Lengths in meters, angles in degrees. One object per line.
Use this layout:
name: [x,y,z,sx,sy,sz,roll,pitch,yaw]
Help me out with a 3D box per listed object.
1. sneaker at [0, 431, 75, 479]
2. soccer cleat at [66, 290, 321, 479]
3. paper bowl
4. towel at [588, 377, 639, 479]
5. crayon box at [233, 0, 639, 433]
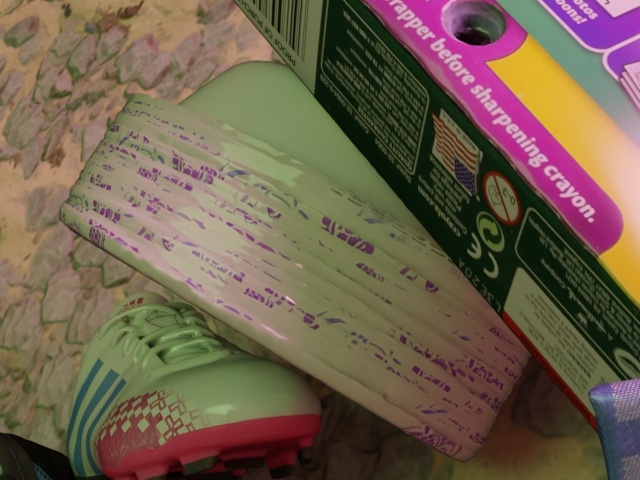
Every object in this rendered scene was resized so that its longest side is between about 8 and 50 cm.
sneaker: [-0.174,0.285,0.895,0.125,0.139,0.341,-23,70,17]
soccer cleat: [-0.102,0.093,0.854,0.331,0.116,0.143,149,116,-62]
paper bowl: [0.000,0.000,0.789,0.284,0.284,0.148,25,84,46]
towel: [0.258,0.129,0.505,0.285,0.209,0.034,-8,21,11]
crayon box: [0.168,-0.116,0.673,0.313,0.106,0.363,-26,60,-21]
